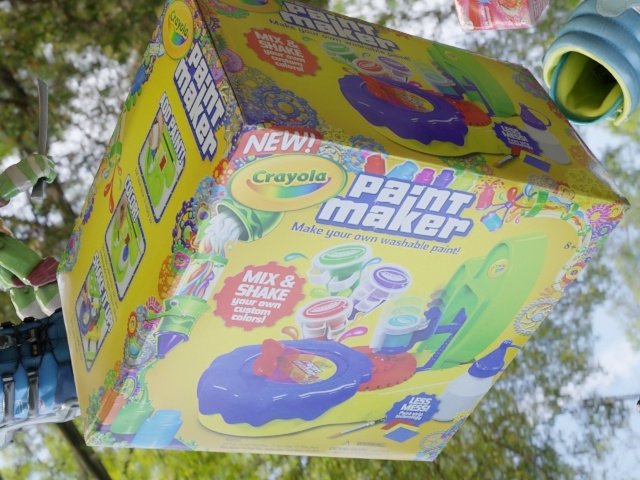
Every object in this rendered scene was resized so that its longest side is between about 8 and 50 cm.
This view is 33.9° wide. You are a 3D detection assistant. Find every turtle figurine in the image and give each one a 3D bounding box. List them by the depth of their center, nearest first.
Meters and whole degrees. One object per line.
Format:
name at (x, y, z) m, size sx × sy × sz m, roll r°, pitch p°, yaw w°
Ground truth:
turtle figurine at (-0.356, -0.031, 1.262) m, size 0.198 × 0.266 × 0.274 m, roll -27°, pitch -162°, yaw 21°

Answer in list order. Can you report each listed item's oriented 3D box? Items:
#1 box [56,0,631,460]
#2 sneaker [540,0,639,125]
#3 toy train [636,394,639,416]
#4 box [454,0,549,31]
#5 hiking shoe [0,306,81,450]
box at (0.000, 0.000, 0.750) m, size 0.290 × 0.279 × 0.177 m, roll 9°, pitch -142°, yaw -29°
sneaker at (0.323, -0.202, 1.109) m, size 0.127 × 0.319 × 0.208 m, roll 30°, pitch -86°, yaw 28°
toy train at (0.464, 0.142, 1.028) m, size 0.334 × 0.142 × 0.190 m, roll -16°, pitch -166°, yaw -34°
box at (0.279, -0.478, 1.695) m, size 0.128 × 0.256 × 0.122 m, roll 3°, pitch -143°, yaw 31°
hiking shoe at (-0.314, 0.135, 1.088) m, size 0.304 × 0.132 × 0.113 m, roll -33°, pitch -127°, yaw 17°
